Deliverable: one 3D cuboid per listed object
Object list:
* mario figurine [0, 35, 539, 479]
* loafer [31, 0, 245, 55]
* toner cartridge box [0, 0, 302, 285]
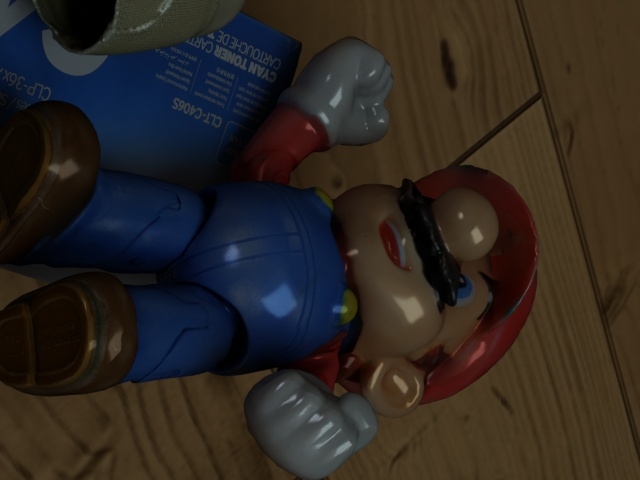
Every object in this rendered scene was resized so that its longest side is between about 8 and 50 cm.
[{"bbox_3d":[0.000,0.000,0.938,0.320,0.170,0.198,3,98,-45],"label":"mario figurine"},{"bbox_3d":[-0.106,-0.194,0.827,0.092,0.102,0.269,-46,126,-41],"label":"loafer"},{"bbox_3d":[-0.166,-0.078,0.917,0.347,0.075,0.165,21,88,-47],"label":"toner cartridge box"}]
